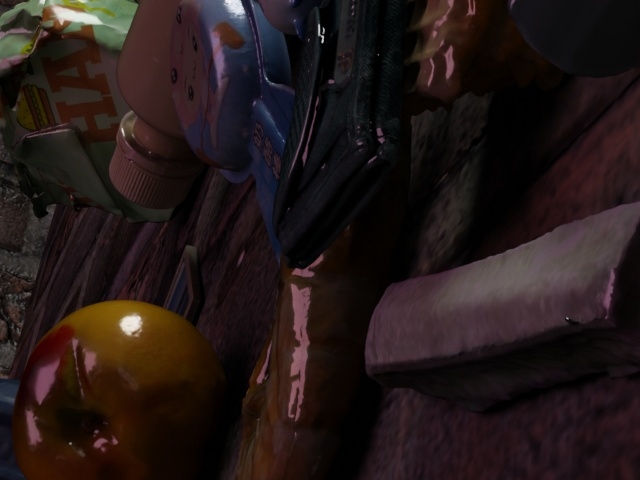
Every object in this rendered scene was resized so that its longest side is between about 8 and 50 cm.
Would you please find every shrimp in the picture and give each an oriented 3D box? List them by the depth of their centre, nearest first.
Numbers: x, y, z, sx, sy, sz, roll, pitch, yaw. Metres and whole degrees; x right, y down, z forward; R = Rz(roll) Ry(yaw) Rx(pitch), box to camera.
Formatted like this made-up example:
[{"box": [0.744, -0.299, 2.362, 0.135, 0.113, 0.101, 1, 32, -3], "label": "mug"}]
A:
[{"box": [0.000, 0.000, 0.656, 0.169, 0.058, 0.296, 167, 116, -76], "label": "shrimp"}]

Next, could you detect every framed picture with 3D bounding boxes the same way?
[{"box": [-0.124, 0.089, 1.078, 0.109, 0.011, 0.149, -112, 42, -68], "label": "framed picture"}]

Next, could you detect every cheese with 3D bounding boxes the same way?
[{"box": [-0.047, -0.085, 0.827, 0.245, 0.052, 0.135, -120, 31, -49], "label": "cheese"}]

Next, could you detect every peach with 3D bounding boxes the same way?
[{"box": [-0.123, 0.102, 0.840, 0.138, 0.138, 0.138, -162, 90, -75], "label": "peach"}]

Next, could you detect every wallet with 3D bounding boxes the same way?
[{"box": [0.007, -0.062, 0.525, 0.088, 0.026, 0.129, 128, 154, -53], "label": "wallet"}]

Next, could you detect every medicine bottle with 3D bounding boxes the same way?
[{"box": [-0.089, -0.132, 1.006, 0.114, 0.114, 0.252, -90, 23, -50], "label": "medicine bottle"}]

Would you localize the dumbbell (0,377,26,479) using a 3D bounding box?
[{"box": [-0.216, 0.262, 0.950, 0.144, 0.160, 0.325, 6, 78, 44], "label": "dumbbell"}]

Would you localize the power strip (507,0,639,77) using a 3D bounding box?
[{"box": [0.123, -0.120, 0.336, 0.253, 0.054, 0.167, -152, 82, -75], "label": "power strip"}]

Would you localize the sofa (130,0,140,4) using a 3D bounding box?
[{"box": [-0.158, -0.305, 1.335, 0.210, 0.176, 0.225, -108, 38, -66], "label": "sofa"}]

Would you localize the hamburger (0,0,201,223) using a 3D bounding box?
[{"box": [-0.198, -0.113, 1.210, 0.125, 0.214, 0.235, -72, 4, -50], "label": "hamburger"}]

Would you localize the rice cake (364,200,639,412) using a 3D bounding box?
[{"box": [0.059, 0.024, 0.439, 0.047, 0.036, 0.206, -64, 11, -17], "label": "rice cake"}]

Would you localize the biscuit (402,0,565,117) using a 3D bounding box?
[{"box": [0.102, -0.224, 0.529, 0.094, 0.054, 0.379, 179, 108, -75], "label": "biscuit"}]

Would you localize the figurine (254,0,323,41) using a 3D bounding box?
[{"box": [0.003, -0.132, 0.737, 0.114, 0.079, 0.114, 175, 90, -85], "label": "figurine"}]
